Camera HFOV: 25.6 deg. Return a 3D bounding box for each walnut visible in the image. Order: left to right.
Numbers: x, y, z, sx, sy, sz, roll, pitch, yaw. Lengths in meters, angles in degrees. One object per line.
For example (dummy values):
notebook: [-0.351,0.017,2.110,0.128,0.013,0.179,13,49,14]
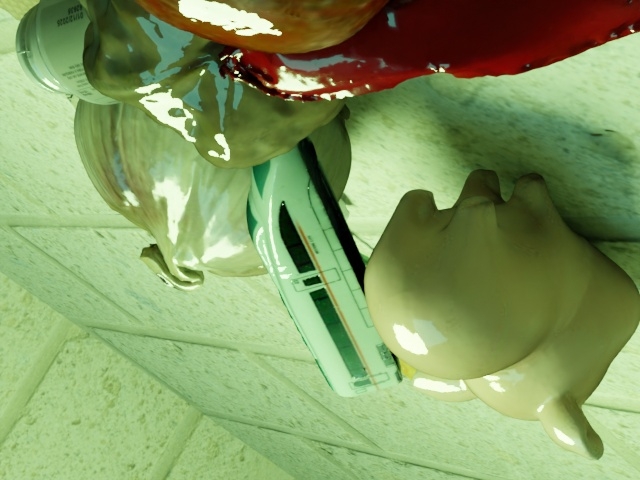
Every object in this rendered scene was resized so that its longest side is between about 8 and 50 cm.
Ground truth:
walnut: [-0.077,-0.194,1.090,0.273,0.227,0.273,32,-162,-12]

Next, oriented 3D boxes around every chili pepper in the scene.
chili pepper: [0.116,-0.159,0.921,0.387,0.110,0.110,-17,148,9]

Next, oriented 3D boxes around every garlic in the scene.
garlic: [-0.118,-0.091,1.489,0.322,0.241,0.322,34,147,26]

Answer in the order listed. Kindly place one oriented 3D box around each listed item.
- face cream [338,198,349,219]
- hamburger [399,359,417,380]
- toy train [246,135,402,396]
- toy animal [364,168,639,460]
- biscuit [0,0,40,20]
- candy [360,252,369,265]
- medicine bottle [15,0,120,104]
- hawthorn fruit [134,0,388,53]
face cream: [-0.008,-0.062,1.669,0.034,0.034,0.130,10,154,46]
hamburger: [0.130,0.081,1.738,0.131,0.124,0.262,43,163,22]
toy train: [-0.008,0.016,1.360,0.088,0.086,0.407,-15,142,7]
toy animal: [0.180,0.066,1.396,0.326,0.269,0.237,-10,-161,-44]
biscuit: [-0.276,-0.296,1.417,0.094,0.054,0.378,35,161,-17]
candy: [0.000,0.000,1.779,0.305,0.083,0.091,29,127,-25]
medicine bottle: [-0.188,-0.196,1.299,0.215,0.135,0.135,-6,141,48]
hawthorn fruit: [-0.032,-0.250,0.818,0.284,0.284,0.284,27,162,9]
